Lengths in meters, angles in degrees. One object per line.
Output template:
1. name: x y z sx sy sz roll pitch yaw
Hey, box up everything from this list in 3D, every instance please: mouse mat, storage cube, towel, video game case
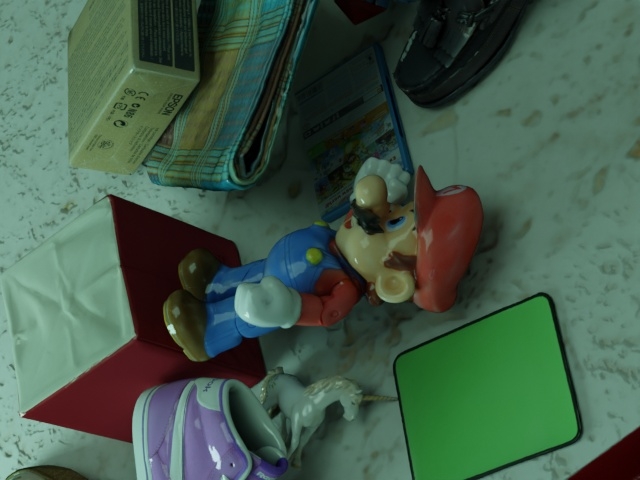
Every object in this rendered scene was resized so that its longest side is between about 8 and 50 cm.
1. mouse mat: 0.153 0.147 1.420 0.190 0.007 0.152 -26 59 30
2. storage cube: -0.205 0.090 1.623 0.215 0.193 0.183 -33 55 29
3. towel: -0.101 -0.185 1.632 0.370 0.040 0.271 8 79 69
4. video game case: 0.034 -0.116 1.615 0.119 0.015 0.166 -30 57 29

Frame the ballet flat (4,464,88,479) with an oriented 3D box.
1. ballet flat: -0.288 0.321 1.656 0.342 0.124 0.116 19 87 43

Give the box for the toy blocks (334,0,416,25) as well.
1. toy blocks: 0.092 -0.359 1.498 0.381 0.191 0.261 -175 100 -69

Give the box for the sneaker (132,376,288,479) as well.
1. sneaker: -0.098 0.275 1.485 0.161 0.102 0.282 -12 87 38

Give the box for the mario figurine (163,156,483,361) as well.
1. mario figurine: 0.000 0.000 1.459 0.320 0.170 0.198 -18 61 15

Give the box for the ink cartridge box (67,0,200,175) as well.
1. ink cartridge box: -0.224 -0.216 1.767 0.235 0.088 0.193 -44 43 53

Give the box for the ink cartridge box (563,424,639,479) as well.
1. ink cartridge box: 0.346 0.178 1.060 0.309 0.272 0.130 -42 52 22

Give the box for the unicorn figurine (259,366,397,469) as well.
1. unicorn figurine: -0.017 0.173 1.520 0.162 0.060 0.111 27 97 41

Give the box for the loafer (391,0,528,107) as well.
1. loafer: 0.166 -0.268 1.500 0.302 0.095 0.109 -49 51 16
